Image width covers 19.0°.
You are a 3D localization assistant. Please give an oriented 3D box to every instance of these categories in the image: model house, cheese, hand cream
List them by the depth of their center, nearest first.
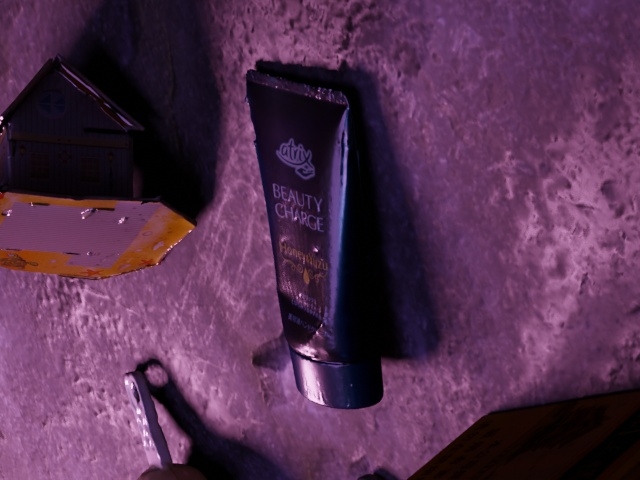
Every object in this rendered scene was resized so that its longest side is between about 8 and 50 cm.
[{"bbox_3d":[0.000,0.000,1.494,0.120,0.061,0.271,20,125,47],"label":"hand cream"},{"bbox_3d":[-0.224,-0.062,1.659,0.219,0.207,0.136,136,134,-65],"label":"model house"},{"bbox_3d":[-0.147,0.256,1.850,0.249,0.070,0.163,65,159,19],"label":"cheese"}]

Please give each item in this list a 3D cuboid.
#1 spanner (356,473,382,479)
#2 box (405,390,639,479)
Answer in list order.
[{"bbox_3d":[0.123,0.269,1.593,0.254,0.015,0.054,29,138,32],"label":"spanner"},{"bbox_3d":[0.161,0.182,1.339,0.274,0.174,0.076,-18,105,55],"label":"box"}]
